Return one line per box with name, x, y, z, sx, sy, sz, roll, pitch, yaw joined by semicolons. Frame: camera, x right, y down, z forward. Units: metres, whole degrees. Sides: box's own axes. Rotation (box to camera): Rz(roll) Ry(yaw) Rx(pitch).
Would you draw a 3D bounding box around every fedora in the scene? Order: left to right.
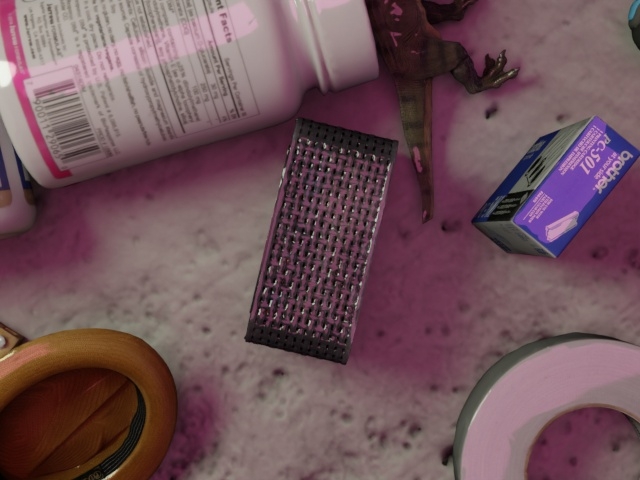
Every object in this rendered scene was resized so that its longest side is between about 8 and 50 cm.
fedora;-0.213;0.140;1.022;0.194;0.079;0.194;-11;120;-19

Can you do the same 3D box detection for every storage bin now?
storage bin;0.000;0.000;1.016;0.084;0.122;0.180;13;90;0

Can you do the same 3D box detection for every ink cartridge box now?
ink cartridge box;0.175;-0.038;0.975;0.046;0.207;0.097;39;90;-1

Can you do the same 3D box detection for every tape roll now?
tape roll;0.220;0.187;1.045;0.219;0.072;0.219;0;90;0

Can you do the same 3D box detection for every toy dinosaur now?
toy dinosaur;0.093;-0.160;1.037;0.118;0.064;0.268;-24;110;-26

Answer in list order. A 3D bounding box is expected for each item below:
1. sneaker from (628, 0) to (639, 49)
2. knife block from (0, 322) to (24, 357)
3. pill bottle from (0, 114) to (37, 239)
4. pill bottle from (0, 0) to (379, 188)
sneaker;0.400;-0.101;1.019;0.341;0.125;0.140;23;95;2
knife block;-0.376;0.202;1.047;0.088;0.242;0.276;32;45;-1
pill bottle;-0.326;-0.121;0.999;0.153;0.153;0.265;-13;90;0
pill bottle;-0.106;-0.153;0.996;0.283;0.160;0.160;-16;91;-1
